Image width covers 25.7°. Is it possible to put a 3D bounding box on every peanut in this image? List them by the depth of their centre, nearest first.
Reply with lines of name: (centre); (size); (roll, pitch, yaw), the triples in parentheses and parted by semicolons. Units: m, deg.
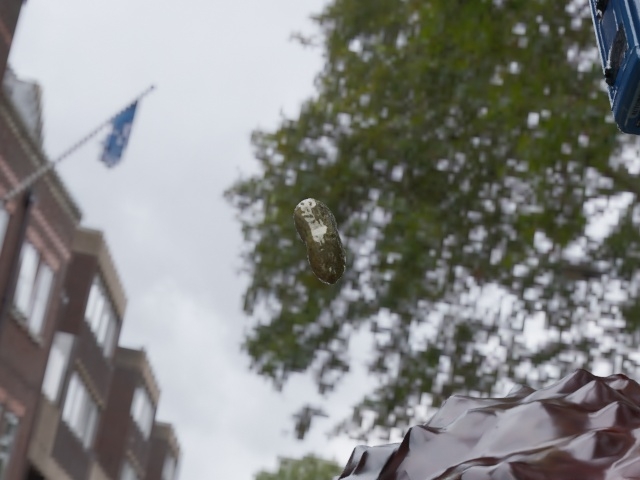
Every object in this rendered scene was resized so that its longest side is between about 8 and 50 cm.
peanut: (0.000, 0.000, 1.182); (0.037, 0.083, 0.037); (-9, -34, -6)

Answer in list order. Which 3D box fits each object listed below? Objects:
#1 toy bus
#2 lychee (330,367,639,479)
toy bus: (0.298, -0.205, 1.195); (0.134, 0.246, 0.113); (1, -38, -5)
lychee: (0.141, 0.264, 0.629); (0.424, 0.425, 0.500); (-4, 5, 35)
